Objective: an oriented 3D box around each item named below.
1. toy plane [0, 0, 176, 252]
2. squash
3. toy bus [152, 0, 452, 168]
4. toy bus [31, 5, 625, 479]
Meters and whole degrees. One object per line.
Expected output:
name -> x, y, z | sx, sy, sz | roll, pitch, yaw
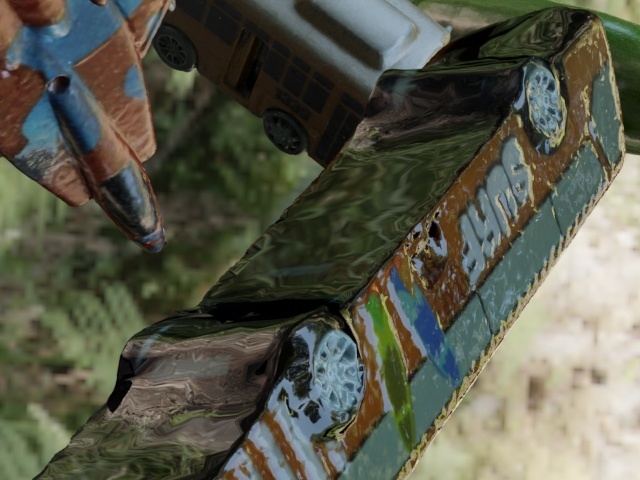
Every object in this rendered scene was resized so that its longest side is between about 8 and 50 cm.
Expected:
toy plane -> -0.068, -0.041, 0.494 | 0.061, 0.130, 0.189 | 51, -7, 17
squash -> 0.167, -0.142, 1.587 | 0.395, 0.107, 0.107 | 23, -69, 52
toy bus -> -0.015, -0.124, 1.158 | 0.091, 0.182, 0.103 | -47, 171, -34
toy bus -> 0.016, 0.024, 0.785 | 0.409, 0.093, 0.092 | -48, 124, -48
